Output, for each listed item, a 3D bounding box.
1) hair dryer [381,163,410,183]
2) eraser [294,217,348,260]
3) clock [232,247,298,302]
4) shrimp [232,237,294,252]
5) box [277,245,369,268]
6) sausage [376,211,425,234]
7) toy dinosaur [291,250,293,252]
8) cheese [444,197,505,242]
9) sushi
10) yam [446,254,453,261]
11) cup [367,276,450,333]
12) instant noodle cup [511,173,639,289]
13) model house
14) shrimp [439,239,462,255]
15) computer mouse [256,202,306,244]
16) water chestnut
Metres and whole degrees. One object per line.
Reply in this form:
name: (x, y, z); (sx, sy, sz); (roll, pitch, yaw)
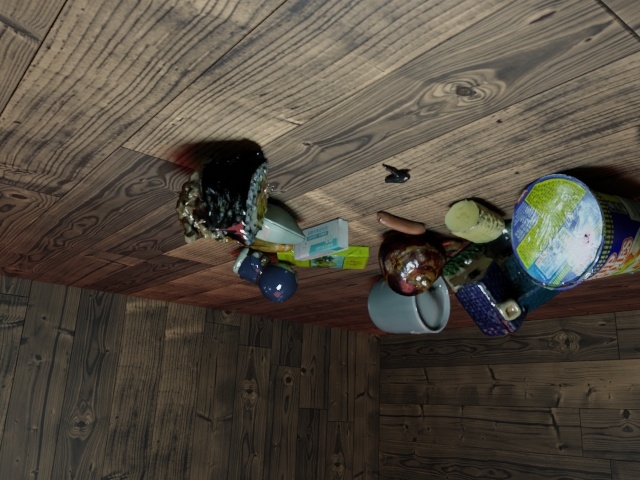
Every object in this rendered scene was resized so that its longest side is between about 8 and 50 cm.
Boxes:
hair dryer: (0.172, -0.167, 1.422); (0.083, 0.031, 0.079); (32, 158, -33)
eraser: (0.000, 0.000, 1.870); (0.052, 0.096, 0.225); (11, 162, -39)
clock: (-0.197, 0.133, 2.156); (0.243, 0.147, 0.200); (30, 165, 15)
shrimp: (-0.188, -0.011, 1.825); (0.150, 0.068, 0.248); (33, -162, 38)
box: (0.008, 0.059, 2.158); (0.334, 0.047, 0.187); (2, 163, 0)
sausage: (0.245, -0.050, 1.764); (0.186, 0.043, 0.043); (14, 160, -33)
toy dinosaur: (-0.186, 0.002, 1.995); (0.208, 0.039, 0.082); (20, 162, -18)
cheese: (0.439, -0.053, 1.639); (0.123, 0.094, 0.167); (-22, 156, 34)
sushi: (-0.237, -0.104, 1.359); (0.218, 0.225, 0.238); (5, -178, 15)
yam: (0.392, 0.067, 1.982); (0.252, 0.061, 0.061); (15, 170, 27)
cup: (0.390, 0.246, 2.453); (0.274, 0.260, 0.356); (-12, -171, 43)
instant noodle cup: (0.696, -0.017, 1.467); (0.312, 0.285, 0.284); (2, 166, -29)
model house: (0.544, 0.120, 1.660); (0.298, 0.243, 0.284); (-35, -169, 9)
shrimp: (0.443, 0.034, 2.011); (0.091, 0.043, 0.184); (-2, 162, 3)
computer mouse: (-0.138, -0.056, 1.687); (0.159, 0.097, 0.288); (23, -173, 21)
water chestnut: (0.294, 0.061, 1.895); (0.223, 0.238, 0.224); (-1, 122, -1)
